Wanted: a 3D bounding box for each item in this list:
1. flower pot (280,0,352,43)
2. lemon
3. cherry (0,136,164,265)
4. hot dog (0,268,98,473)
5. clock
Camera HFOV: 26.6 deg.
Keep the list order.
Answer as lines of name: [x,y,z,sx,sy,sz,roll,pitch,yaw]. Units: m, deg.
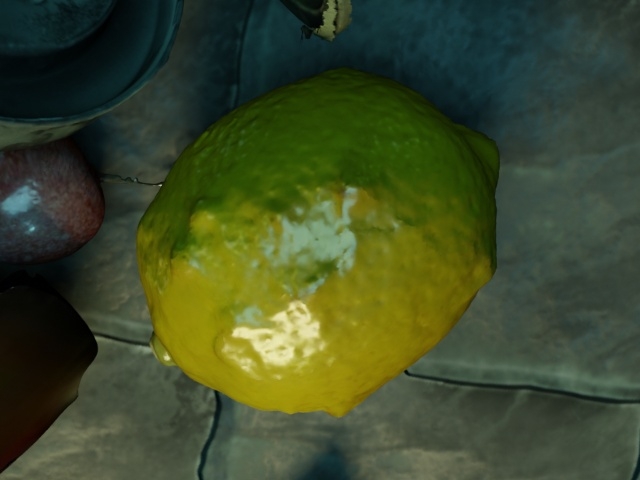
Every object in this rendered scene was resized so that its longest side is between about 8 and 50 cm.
flower pot: [0.026,-0.310,0.886,0.259,0.290,0.290,-33,104,-5]
lemon: [0.000,0.000,0.970,0.288,0.233,0.234,-29,104,1]
cherry: [-0.176,-0.051,1.027,0.225,0.090,0.107,-24,112,-10]
hot dog: [-0.325,0.118,1.031,0.326,0.107,0.194,-33,140,2]
clock: [-0.235,-0.204,0.887,0.312,0.313,0.061,45,137,-12]
